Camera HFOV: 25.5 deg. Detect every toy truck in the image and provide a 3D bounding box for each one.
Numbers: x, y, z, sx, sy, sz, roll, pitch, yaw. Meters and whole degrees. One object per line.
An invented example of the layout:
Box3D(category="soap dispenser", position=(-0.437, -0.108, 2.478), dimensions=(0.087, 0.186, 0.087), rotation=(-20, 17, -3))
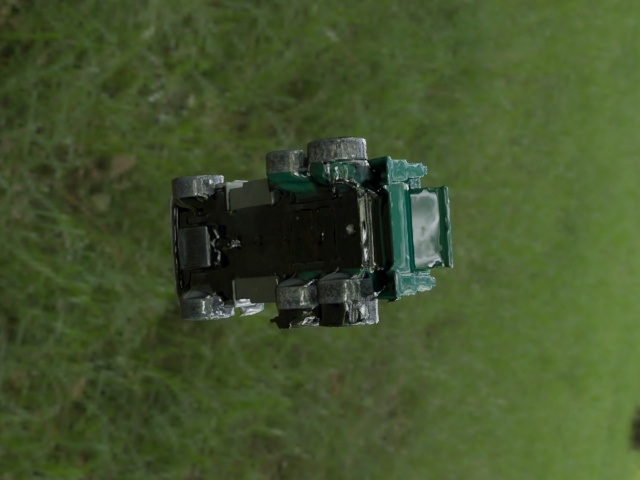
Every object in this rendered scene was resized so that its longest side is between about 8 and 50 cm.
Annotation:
Box3D(category="toy truck", position=(0.000, 0.000, 0.906), dimensions=(0.116, 0.216, 0.110), rotation=(-2, 86, -40))
